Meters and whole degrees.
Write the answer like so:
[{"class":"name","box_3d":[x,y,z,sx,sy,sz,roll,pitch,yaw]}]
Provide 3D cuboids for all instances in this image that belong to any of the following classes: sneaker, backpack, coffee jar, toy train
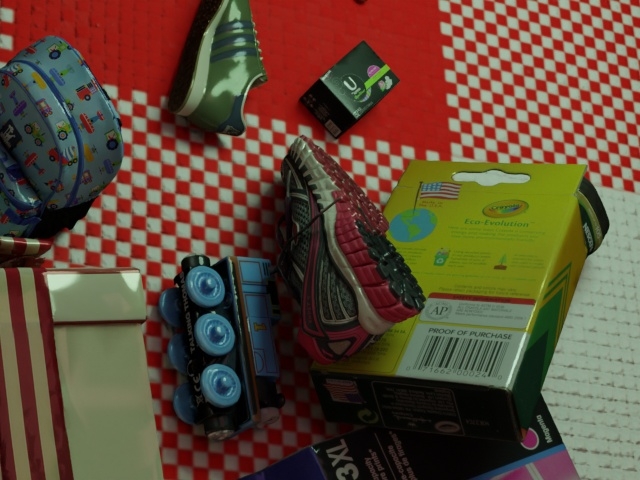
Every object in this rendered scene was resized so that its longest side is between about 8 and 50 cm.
[{"class":"sneaker","box_3d":[-0.093,-0.189,1.776,0.086,0.064,0.192,30,56,-23]},{"class":"backpack","box_3d":[-0.260,-0.094,1.562,0.117,0.173,0.158,-26,82,-36]},{"class":"coffee jar","box_3d":[0.241,0.011,1.842,0.184,0.079,0.096,-53,128,-36]},{"class":"sneaker","box_3d":[0.000,0.000,1.650,0.121,0.112,0.299,45,13,-29]},{"class":"toy train","box_3d":[-0.087,0.100,1.626,0.105,0.080,0.184,4,65,-34]}]

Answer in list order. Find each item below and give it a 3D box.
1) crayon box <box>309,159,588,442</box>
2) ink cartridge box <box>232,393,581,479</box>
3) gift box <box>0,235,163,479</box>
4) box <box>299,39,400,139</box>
[{"class":"crayon box","box_3d":[0.140,0.049,1.690,0.318,0.202,0.081,-63,147,-41]},{"class":"ink cartridge box","box_3d":[0.090,0.258,1.660,0.371,0.069,0.176,-16,75,-32]},{"class":"gift box","box_3d":[-0.287,0.143,1.384,0.276,0.255,0.258,3,68,-32]},{"class":"box","box_3d":[0.032,-0.161,1.834,0.062,0.052,0.083,47,55,-2]}]
